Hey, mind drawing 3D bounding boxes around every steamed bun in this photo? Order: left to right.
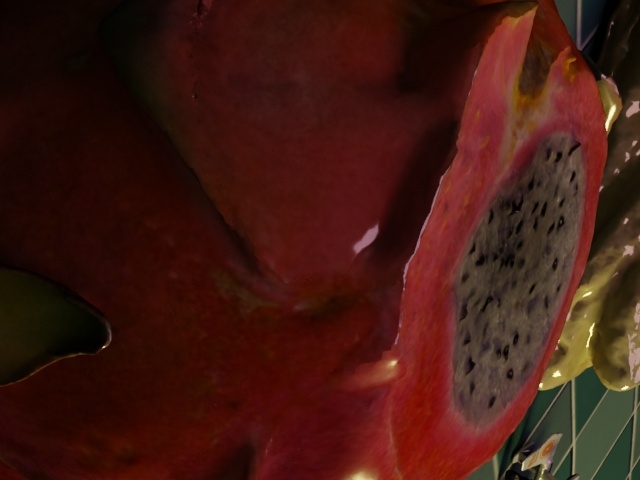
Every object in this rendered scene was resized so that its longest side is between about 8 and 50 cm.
[{"bbox_3d":[0.293,-0.079,1.113,0.428,0.189,0.247,-69,162,8],"label":"steamed bun"}]

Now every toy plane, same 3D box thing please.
[{"bbox_3d":[0.171,0.226,1.304,0.078,0.053,0.197,-30,143,-38],"label":"toy plane"}]

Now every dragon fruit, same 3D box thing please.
[{"bbox_3d":[0.000,0.000,0.591,0.290,0.189,0.290,-44,149,-36],"label":"dragon fruit"}]
